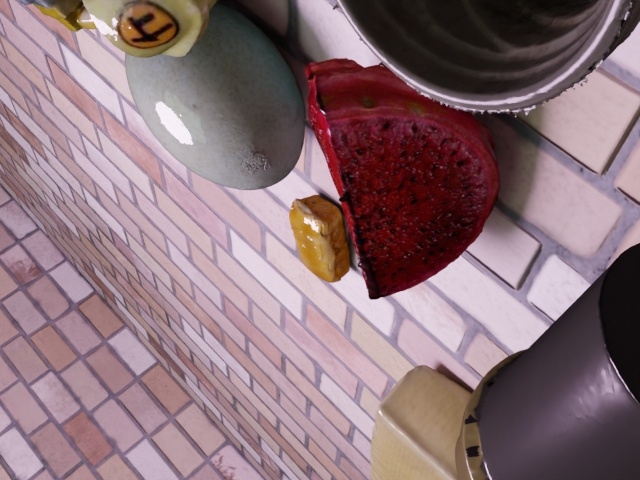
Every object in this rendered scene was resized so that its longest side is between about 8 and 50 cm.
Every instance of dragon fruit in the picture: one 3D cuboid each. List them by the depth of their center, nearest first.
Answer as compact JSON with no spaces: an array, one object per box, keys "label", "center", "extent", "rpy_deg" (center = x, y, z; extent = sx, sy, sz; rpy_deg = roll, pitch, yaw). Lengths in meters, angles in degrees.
[{"label":"dragon fruit","center":[0.071,-0.064,0.662],"extent":[0.189,0.163,0.262],"rpy_deg":[7,141,18]}]

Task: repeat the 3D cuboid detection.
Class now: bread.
[{"label":"bread","center":[0.000,0.000,0.962],"extent":[0.074,0.053,0.132],"rpy_deg":[37,153,31]}]

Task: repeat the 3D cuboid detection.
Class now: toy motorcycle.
[{"label":"toy motorcycle","center":[-0.168,-0.291,0.669],"extent":[0.410,0.237,0.169],"rpy_deg":[28,168,44]}]

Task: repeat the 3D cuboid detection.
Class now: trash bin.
[{"label":"trash bin","center":[0.233,0.159,0.590],"extent":[0.214,0.214,0.334],"rpy_deg":[42,148,22]}]

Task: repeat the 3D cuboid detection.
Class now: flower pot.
[{"label":"flower pot","center":[0.106,-0.202,0.406],"extent":[0.235,0.140,0.236],"rpy_deg":[38,151,25]}]

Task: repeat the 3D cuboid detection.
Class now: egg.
[{"label":"egg","center":[-0.114,-0.162,0.805],"extent":[0.236,0.169,0.169],"rpy_deg":[47,156,-6]}]

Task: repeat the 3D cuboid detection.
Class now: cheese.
[{"label":"cheese","center":[0.186,0.329,0.998],"extent":[0.242,0.123,0.266],"rpy_deg":[43,155,28]}]
